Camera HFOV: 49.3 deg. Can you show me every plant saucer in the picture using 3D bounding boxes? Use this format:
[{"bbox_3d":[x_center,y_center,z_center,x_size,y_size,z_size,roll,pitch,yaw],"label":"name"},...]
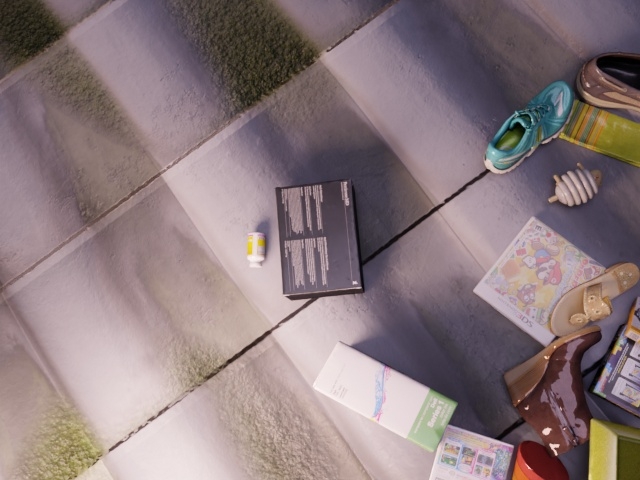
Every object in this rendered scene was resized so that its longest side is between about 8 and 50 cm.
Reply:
[{"bbox_3d":[0.636,0.475,1.431,0.188,0.045,0.188,17,71,-23],"label":"plant saucer"}]

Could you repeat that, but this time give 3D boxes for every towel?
[{"bbox_3d":[0.694,-0.248,1.643,0.237,0.021,0.102,23,83,11],"label":"towel"}]

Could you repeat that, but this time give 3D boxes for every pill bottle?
[{"bbox_3d":[-0.156,0.023,1.689,0.043,0.043,0.083,-1,78,8],"label":"pill bottle"}]

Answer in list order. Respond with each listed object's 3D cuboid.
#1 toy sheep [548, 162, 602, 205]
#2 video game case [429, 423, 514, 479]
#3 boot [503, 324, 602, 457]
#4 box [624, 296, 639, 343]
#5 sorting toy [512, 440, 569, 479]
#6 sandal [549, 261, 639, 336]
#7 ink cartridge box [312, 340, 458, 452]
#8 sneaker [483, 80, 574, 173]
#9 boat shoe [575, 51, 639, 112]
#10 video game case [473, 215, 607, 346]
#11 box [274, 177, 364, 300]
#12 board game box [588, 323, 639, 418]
[{"bbox_3d":[0.585,-0.123,1.602,0.132,0.091,0.091,-31,76,15],"label":"toy sheep"},{"bbox_3d":[0.332,0.497,1.539,0.157,0.019,0.143,16,81,11],"label":"video game case"},{"bbox_3d":[0.543,0.322,1.503,0.248,0.090,0.207,-36,67,12],"label":"boot"},{"bbox_3d":[0.716,0.179,1.519,0.081,0.028,0.136,30,41,12],"label":"box"},{"bbox_3d":[0.543,0.585,1.468,0.365,0.127,0.126,36,114,10],"label":"sorting toy"},{"bbox_3d":[0.614,0.129,1.527,0.240,0.079,0.088,-35,100,-7],"label":"sandal"},{"bbox_3d":[0.142,0.333,1.504,0.278,0.201,0.117,26,82,12],"label":"ink cartridge box"},{"bbox_3d":[0.490,-0.269,1.623,0.275,0.110,0.107,-46,66,-5],"label":"sneaker"},{"bbox_3d":[0.776,-0.357,1.598,0.355,0.130,0.132,6,79,9],"label":"boat shoe"},{"bbox_3d":[0.501,0.092,1.596,0.206,0.026,0.227,39,85,13],"label":"video game case"},{"bbox_3d":[0.000,0.000,1.643,0.184,0.103,0.261,-7,77,9],"label":"box"},{"bbox_3d":[0.689,0.289,1.520,0.141,0.048,0.170,29,83,10],"label":"board game box"}]
